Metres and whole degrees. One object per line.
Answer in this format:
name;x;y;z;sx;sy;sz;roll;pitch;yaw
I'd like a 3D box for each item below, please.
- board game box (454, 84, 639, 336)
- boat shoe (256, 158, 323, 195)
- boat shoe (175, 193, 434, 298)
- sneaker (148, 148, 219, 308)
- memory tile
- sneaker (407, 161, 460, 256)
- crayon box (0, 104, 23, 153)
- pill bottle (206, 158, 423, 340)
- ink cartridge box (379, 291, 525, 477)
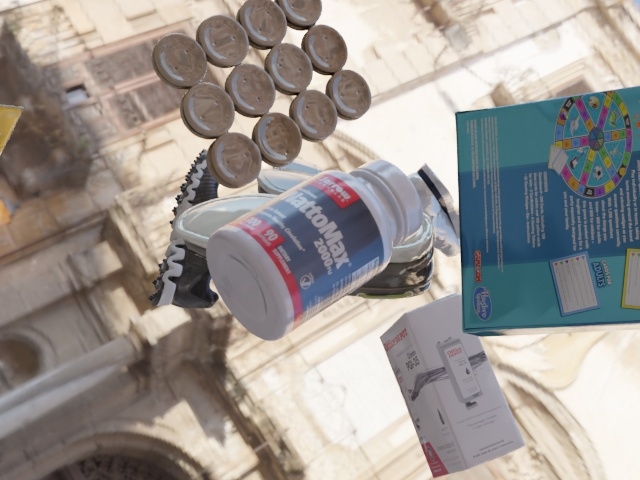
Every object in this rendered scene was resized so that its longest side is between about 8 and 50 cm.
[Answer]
board game box;0.319;-0.031;0.987;0.336;0.079;0.254;-5;-102;25
boat shoe;-0.044;-0.063;1.390;0.114;0.302;0.091;15;-78;2
boat shoe;-0.020;0.012;1.059;0.305;0.109;0.091;5;-48;16
sneaker;-0.157;-0.010;1.276;0.078;0.106;0.234;152;-47;-68
memory tile;-0.036;-0.110;0.633;0.012;0.148;0.113;-21;-79;57
sneaker;0.168;-0.033;1.478;0.090;0.095;0.235;53;-1;37
crayon box;-0.467;-0.039;0.941;0.083;0.203;0.323;49;-62;27
pill bottle;0.000;0.000;0.814;0.108;0.180;0.108;37;-36;33
ink cartridge box;0.223;0.260;1.629;0.207;0.117;0.283;117;-47;-69
